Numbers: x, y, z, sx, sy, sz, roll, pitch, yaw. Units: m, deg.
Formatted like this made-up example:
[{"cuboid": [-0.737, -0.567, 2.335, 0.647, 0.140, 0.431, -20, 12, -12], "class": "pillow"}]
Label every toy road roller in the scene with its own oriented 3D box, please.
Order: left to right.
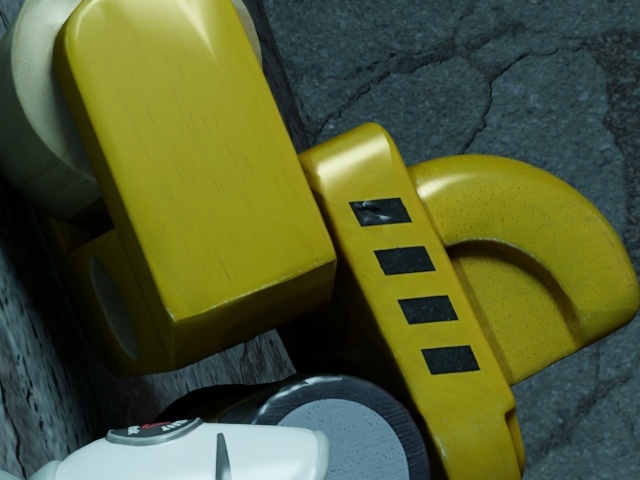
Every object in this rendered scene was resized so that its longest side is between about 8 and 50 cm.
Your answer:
[{"cuboid": [0.000, 0.000, 0.888, 0.329, 0.240, 0.202, 65, -19, -2], "class": "toy road roller"}]

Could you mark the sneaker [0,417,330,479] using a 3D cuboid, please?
[{"cuboid": [-0.010, 0.219, 0.607, 0.122, 0.146, 0.330, -120, -164, -83], "class": "sneaker"}]
